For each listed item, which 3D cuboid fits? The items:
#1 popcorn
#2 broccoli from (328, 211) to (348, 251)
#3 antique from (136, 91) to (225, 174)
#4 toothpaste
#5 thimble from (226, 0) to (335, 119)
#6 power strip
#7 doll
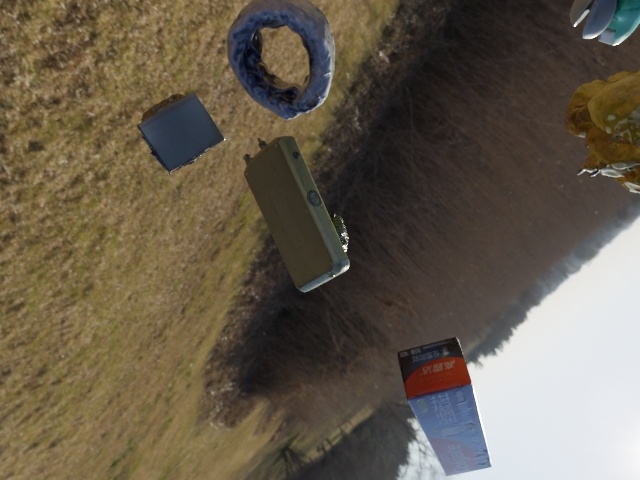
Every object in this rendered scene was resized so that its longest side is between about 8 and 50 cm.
[{"bbox_3d":[0.525,-0.178,0.834,0.190,0.253,0.192,0,114,-64],"label":"popcorn"},{"bbox_3d":[0.000,0.000,1.077,0.130,0.120,0.131,-47,150,5],"label":"broccoli"},{"bbox_3d":[-0.320,-0.242,1.164,0.151,0.148,0.146,-35,-165,-12],"label":"antique"},{"bbox_3d":[0.176,0.238,0.698,0.076,0.066,0.321,-17,137,10],"label":"toothpaste"},{"bbox_3d":[-0.078,-0.391,1.095,0.216,0.246,0.157,-19,-151,19],"label":"thimble"},{"bbox_3d":[-0.029,-0.034,0.540,0.028,0.169,0.076,-17,169,-45],"label":"power strip"},{"bbox_3d":[0.656,-0.567,1.127,0.194,0.153,0.259,-27,141,-40],"label":"doll"}]
